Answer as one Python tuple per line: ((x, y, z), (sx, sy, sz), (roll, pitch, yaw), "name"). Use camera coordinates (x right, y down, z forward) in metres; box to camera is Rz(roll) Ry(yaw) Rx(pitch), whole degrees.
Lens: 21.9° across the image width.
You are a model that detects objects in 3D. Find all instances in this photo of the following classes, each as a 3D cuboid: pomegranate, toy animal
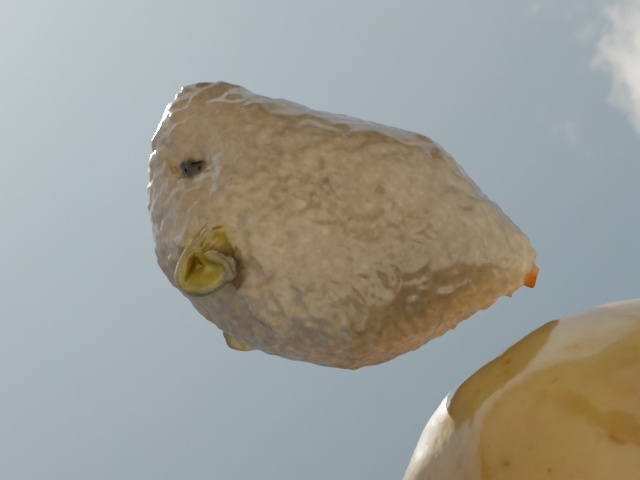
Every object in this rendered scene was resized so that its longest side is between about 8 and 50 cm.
((0.248, 0.234, 1.314), (0.411, 0.411, 0.411), (7, -123, -10), "pomegranate")
((0.006, 0.002, 1.424), (0.358, 0.188, 0.226), (14, -115, 17), "toy animal")
